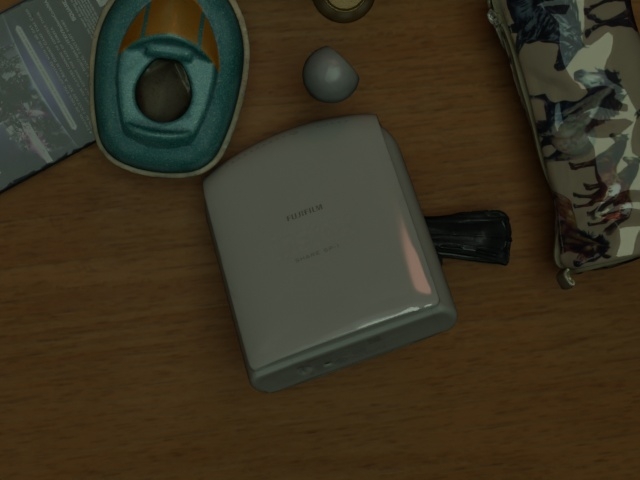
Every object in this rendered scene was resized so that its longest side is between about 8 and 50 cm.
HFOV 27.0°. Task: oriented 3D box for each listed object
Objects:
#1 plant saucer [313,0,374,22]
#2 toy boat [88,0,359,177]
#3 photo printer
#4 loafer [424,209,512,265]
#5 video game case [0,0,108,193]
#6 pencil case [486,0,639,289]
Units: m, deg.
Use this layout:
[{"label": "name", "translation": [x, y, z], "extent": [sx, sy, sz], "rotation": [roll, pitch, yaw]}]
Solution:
[{"label": "plant saucer", "translation": [0.030, -0.318, 1.691], "extent": [0.083, 0.015, 0.083], "rotation": [0, 94, -6]}, {"label": "toy boat", "translation": [-0.116, -0.204, 1.588], "extent": [0.318, 0.148, 0.267], "rotation": [3, 92, -4]}, {"label": "photo printer", "translation": [0.000, 0.000, 1.600], "extent": [0.256, 0.107, 0.307], "rotation": [-20, 63, 7]}, {"label": "loafer", "translation": [0.135, 0.007, 1.690], "extent": [0.223, 0.076, 0.078], "rotation": [-4, 85, -9]}, {"label": "video game case", "translation": [-0.343, -0.199, 1.655], "extent": [0.274, 0.026, 0.196], "rotation": [-29, 96, -3]}, {"label": "pencil case", "translation": [0.326, -0.153, 1.660], "extent": [0.184, 0.160, 0.410], "rotation": [-15, 94, 5]}]
